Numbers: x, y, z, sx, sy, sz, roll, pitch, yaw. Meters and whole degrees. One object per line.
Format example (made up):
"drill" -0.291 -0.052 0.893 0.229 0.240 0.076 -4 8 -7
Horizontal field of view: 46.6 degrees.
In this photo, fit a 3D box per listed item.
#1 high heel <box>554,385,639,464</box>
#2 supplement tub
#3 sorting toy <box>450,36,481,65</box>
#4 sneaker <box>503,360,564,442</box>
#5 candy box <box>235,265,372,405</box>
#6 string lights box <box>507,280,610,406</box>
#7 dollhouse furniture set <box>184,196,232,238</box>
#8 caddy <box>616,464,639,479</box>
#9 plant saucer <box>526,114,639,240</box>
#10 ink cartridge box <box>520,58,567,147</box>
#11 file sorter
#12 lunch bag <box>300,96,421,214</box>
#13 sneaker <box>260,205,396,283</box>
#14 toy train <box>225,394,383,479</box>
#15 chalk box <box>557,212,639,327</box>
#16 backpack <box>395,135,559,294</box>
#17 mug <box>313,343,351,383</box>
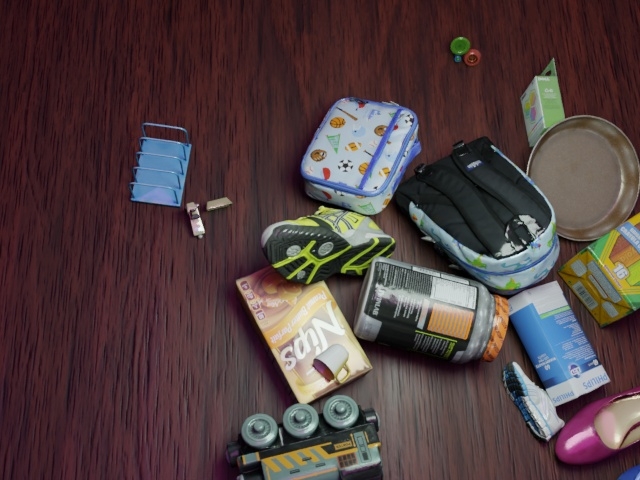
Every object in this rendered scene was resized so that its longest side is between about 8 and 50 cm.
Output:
"high heel" 0.695 0.381 1.637 0.377 0.181 0.127 -27 75 -14
"supplement tub" 0.245 0.162 1.668 0.316 0.193 0.193 15 69 0
"sorting toy" 0.387 -0.512 2.004 0.102 0.061 0.042 40 33 -27
"sneaker" 0.488 0.357 1.694 0.083 0.071 0.190 -25 82 -20
"candy box" -0.042 0.199 1.682 0.183 0.087 0.316 -26 74 -15
"string lights box" 0.541 0.233 1.709 0.134 0.077 0.259 -11 69 -36
"dollhouse furniture set" -0.257 -0.056 1.767 0.115 0.091 0.081 -15 87 -14
"caddy" 0.801 0.572 1.580 0.342 0.179 0.241 -12 71 -10
"plant saucer" 0.647 -0.155 1.854 0.311 0.050 0.310 -1 94 -11
"ink cartridge box" 0.575 -0.359 1.938 0.062 0.109 0.209 -1 70 -7
"file sorter" -0.384 -0.182 1.781 0.118 0.104 0.170 8 69 -3
"lunch bag" 0.105 -0.214 1.795 0.243 0.115 0.303 16 60 20
"sneaker" 0.000 0.000 1.674 0.385 0.145 0.147 5 36 -49
"toy train" -0.025 0.446 1.543 0.334 0.142 0.190 -11 49 -9
"chalk box" 0.755 0.045 1.769 0.289 0.179 0.180 -31 76 -15
"backpack" 0.390 -0.044 1.710 0.290 0.273 0.355 -32 32 -10
"mug" 0.029 0.260 1.597 0.062 0.078 0.064 25 55 36
